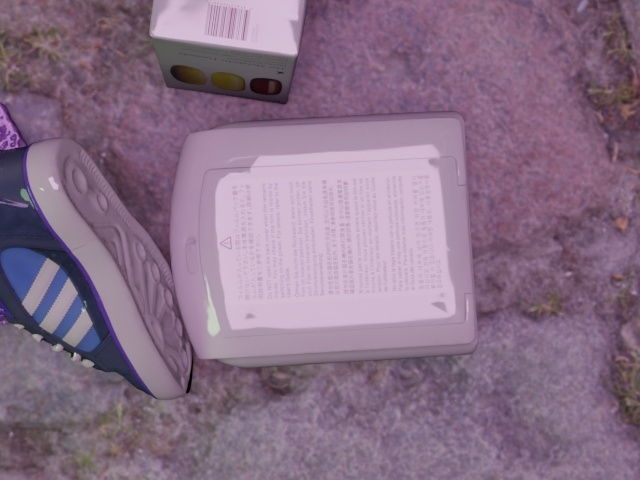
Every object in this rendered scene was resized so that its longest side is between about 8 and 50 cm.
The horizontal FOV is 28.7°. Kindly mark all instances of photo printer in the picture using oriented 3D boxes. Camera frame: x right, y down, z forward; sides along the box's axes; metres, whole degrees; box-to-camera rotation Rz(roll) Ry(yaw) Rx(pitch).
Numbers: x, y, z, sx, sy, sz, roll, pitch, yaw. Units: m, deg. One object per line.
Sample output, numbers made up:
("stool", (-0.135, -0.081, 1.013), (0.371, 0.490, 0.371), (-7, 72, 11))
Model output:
("photo printer", (0.000, 0.000, 1.285), (0.307, 0.107, 0.256), (-4, 87, -3))

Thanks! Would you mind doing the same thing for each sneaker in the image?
("sneaker", (-0.289, 0.052, 1.239), (0.236, 0.130, 0.323), (-16, 126, 15))

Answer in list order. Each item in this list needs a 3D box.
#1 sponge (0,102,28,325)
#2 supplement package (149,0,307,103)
("sponge", (-0.331, -0.028, 1.303), (0.117, 0.031, 0.210), (-30, 90, -4))
("supplement package", (-0.084, -0.226, 1.223), (0.139, 0.244, 0.134), (8, 86, -2))
